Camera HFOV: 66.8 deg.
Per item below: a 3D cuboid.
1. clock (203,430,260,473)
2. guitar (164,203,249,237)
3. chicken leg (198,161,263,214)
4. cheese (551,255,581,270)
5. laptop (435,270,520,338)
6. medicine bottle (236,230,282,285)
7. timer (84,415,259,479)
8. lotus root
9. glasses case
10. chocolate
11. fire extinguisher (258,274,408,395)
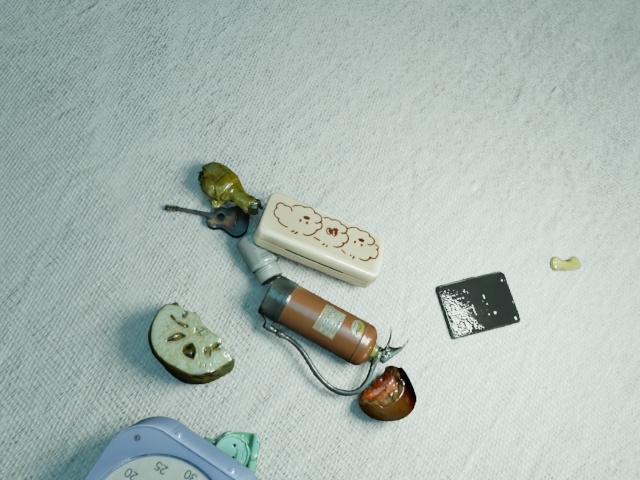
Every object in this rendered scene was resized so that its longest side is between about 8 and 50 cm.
[{"bbox_3d":[-0.214,0.506,1.153,0.135,0.041,0.101,9,72,-4],"label":"clock"},{"bbox_3d":[-0.310,-0.068,1.328,0.233,0.025,0.088,11,71,-2],"label":"guitar"},{"bbox_3d":[-0.251,-0.131,1.308,0.103,0.088,0.227,-33,65,-32],"label":"chicken leg"},{"bbox_3d":[0.709,0.066,1.405,0.083,0.030,0.044,-4,80,-2],"label":"cheese"},{"bbox_3d":[0.436,0.175,1.341,0.207,0.026,0.154,-12,75,-10],"label":"laptop"},{"bbox_3d":[-0.159,0.047,1.281,0.080,0.080,0.130,-28,79,-14],"label":"medicine bottle"},{"bbox_3d":[-0.339,0.606,1.020,0.395,0.173,0.395,0,80,-2],"label":"timer"},{"bbox_3d":[-0.324,0.259,1.176,0.235,0.119,0.138,40,67,5],"label":"lotus root"},{"bbox_3d":[0.000,0.000,1.276,0.336,0.076,0.144,22,54,-9],"label":"glasses case"},{"bbox_3d":[0.161,0.384,1.199,0.133,0.124,0.127,-25,79,19],"label":"chocolate"},{"bbox_3d":[0.016,0.249,1.237,0.376,0.113,0.200,27,101,3],"label":"fire extinguisher"}]
